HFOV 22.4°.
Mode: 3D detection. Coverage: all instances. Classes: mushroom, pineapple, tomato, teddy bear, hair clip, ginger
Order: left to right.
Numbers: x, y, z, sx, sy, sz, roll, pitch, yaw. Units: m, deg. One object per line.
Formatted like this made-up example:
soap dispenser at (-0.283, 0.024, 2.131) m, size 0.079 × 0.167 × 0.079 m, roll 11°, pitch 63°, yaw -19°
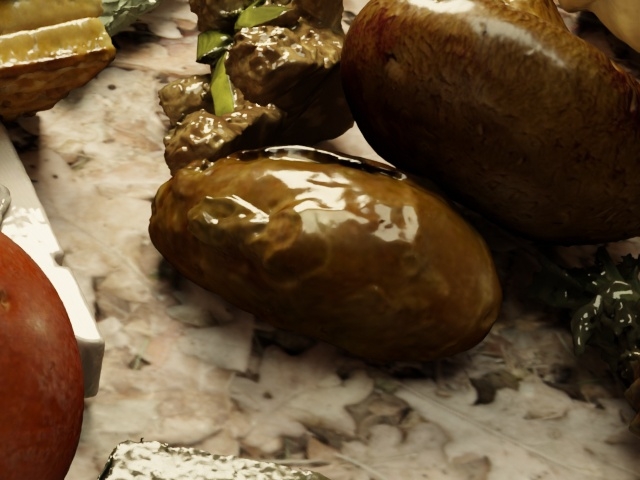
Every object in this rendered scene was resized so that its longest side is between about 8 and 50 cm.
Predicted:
tomato at (-0.279, 0.101, 1.071) m, size 0.265 × 0.264 × 0.265 m, roll 7°, pitch 36°, yaw -5°
hair clip at (-0.272, 0.008, 1.344) m, size 0.101 × 0.085 × 0.331 m, roll -1°, pitch 33°, yaw -29°
teddy bear at (-0.069, -0.191, 1.551) m, size 0.222 × 0.246 × 0.296 m, roll 49°, pitch 25°, yaw 13°
ginger at (0.000, 0.000, 1.360) m, size 0.321 × 0.172 × 0.165 m, roll 19°, pitch 75°, yaw 10°
mushroom at (0.175, -0.110, 1.456) m, size 0.345 × 0.239 × 0.345 m, roll 16°, pitch 24°, yaw -7°
pineapple at (0.304, 0.103, 1.320) m, size 0.175 × 0.175 × 0.361 m, roll -2°, pitch 22°, yaw -17°

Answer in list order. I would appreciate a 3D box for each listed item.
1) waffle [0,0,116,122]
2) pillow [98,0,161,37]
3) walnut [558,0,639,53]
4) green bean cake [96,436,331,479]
waffle at (-0.357, -0.148, 1.440) m, size 0.308 × 0.213 × 0.091 m, roll -15°, pitch 87°, yaw -33°
pillow at (-0.314, -0.300, 1.708) m, size 0.310 × 0.138 × 0.283 m, roll 20°, pitch 37°, yaw 8°
walnut at (0.419, -0.372, 1.838) m, size 0.381 × 0.381 × 0.381 m, roll 7°, pitch 36°, yaw -5°
green bean cake at (-0.080, 0.232, 1.083) m, size 0.181 × 0.094 × 0.173 m, roll 12°, pitch 35°, yaw 4°
